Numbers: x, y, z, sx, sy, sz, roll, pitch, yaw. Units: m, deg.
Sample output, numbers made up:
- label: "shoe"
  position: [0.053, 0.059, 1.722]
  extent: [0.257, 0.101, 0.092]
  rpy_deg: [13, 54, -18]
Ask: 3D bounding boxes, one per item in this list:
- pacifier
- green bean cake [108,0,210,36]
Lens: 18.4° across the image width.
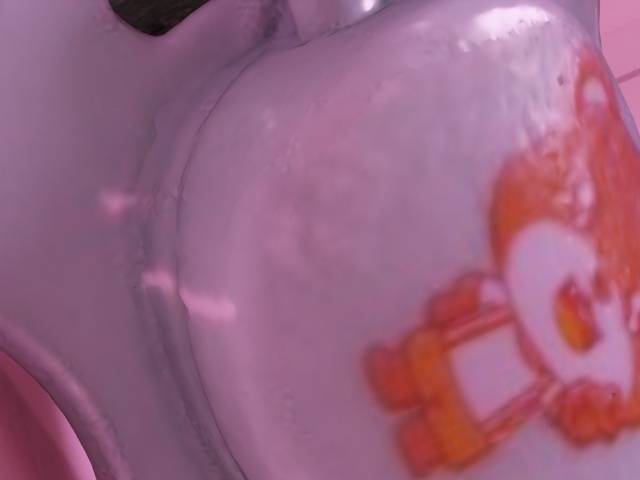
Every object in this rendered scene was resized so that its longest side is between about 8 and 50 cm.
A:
- label: "pacifier"
  position: [0.000, 0.000, 0.636]
  extent: [0.269, 0.288, 0.343]
  rpy_deg: [14, -53, 56]
- label: "green bean cake"
  position: [-0.076, -0.155, 1.000]
  extent: [0.107, 0.193, 0.208]
  rpy_deg: [62, -3, 17]
